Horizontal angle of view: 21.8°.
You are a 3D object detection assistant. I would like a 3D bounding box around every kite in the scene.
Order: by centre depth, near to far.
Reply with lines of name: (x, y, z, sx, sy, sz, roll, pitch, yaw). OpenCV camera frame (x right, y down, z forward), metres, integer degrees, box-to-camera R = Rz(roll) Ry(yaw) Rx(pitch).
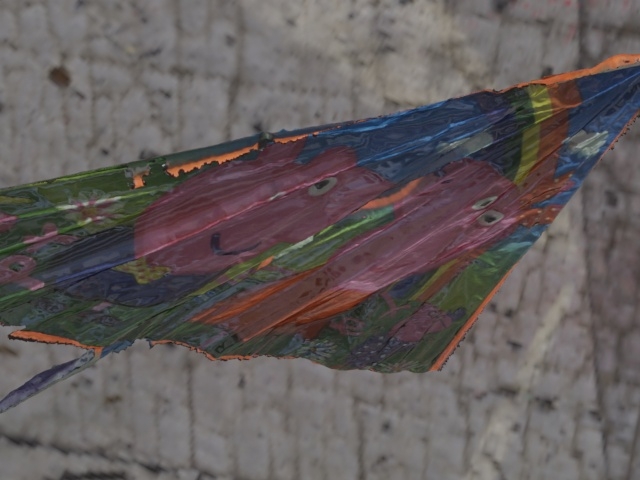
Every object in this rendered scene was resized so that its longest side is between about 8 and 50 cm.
kite: (0.000, 0.000, 0.449, 0.234, 0.321, 0.016, -29, 69, 26)
